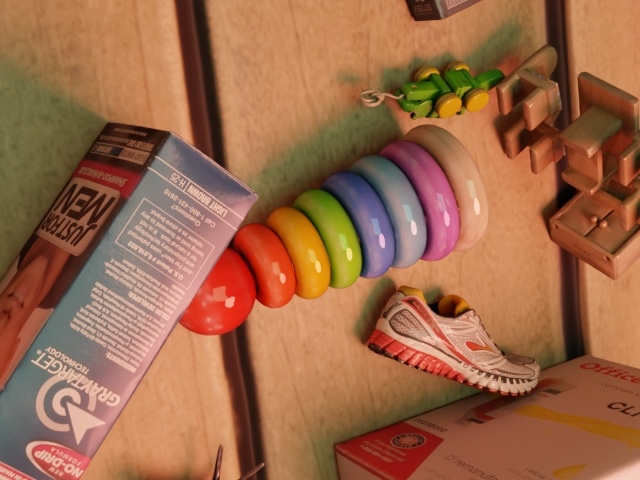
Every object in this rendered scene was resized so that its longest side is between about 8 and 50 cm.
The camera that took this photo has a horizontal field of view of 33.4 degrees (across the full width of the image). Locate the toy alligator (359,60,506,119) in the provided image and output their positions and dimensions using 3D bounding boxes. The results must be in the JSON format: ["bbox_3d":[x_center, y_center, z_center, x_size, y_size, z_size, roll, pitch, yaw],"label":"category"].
[{"bbox_3d":[0.117,-0.152,1.154,0.189,0.056,0.051,-14,145,-27],"label":"toy alligator"}]

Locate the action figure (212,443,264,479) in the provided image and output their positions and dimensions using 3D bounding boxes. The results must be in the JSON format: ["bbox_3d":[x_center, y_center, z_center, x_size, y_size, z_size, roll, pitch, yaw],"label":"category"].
[{"bbox_3d":[-0.139,0.344,1.046,0.164,0.141,0.276,32,56,-21],"label":"action figure"}]

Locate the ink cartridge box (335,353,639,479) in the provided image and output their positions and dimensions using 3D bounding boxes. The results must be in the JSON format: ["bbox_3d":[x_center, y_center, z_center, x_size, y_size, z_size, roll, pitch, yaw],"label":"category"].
[{"bbox_3d":[0.253,0.271,1.166,0.384,0.279,0.160,-14,103,-27],"label":"ink cartridge box"}]

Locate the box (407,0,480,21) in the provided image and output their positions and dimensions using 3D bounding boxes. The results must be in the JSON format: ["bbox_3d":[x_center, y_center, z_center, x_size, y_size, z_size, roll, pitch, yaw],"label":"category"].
[{"bbox_3d":[0.174,-0.363,1.144,0.232,0.059,0.183,-30,111,-21],"label":"box"}]

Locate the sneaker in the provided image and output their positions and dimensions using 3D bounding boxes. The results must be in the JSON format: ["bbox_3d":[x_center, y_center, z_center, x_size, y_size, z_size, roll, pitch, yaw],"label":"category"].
[{"bbox_3d":[0.164,0.114,1.200,0.225,0.088,0.093,22,86,-30],"label":"sneaker"}]

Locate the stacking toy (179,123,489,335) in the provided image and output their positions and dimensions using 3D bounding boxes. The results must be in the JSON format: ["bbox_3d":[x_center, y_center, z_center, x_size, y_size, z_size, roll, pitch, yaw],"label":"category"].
[{"bbox_3d":[0.000,0.000,1.071,0.330,0.141,0.141,-23,109,-20],"label":"stacking toy"}]

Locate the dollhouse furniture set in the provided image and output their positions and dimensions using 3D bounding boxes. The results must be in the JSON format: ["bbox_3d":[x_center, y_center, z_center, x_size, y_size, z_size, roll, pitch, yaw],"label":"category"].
[{"bbox_3d":[0.340,-0.099,1.197,0.161,0.212,0.242,-41,143,-16],"label":"dollhouse furniture set"}]

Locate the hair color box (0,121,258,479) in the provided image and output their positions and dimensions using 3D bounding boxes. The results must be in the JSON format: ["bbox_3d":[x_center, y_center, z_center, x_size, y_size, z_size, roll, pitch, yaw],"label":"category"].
[{"bbox_3d":[-0.216,0.068,0.931,0.105,0.174,0.347,36,80,-28],"label":"hair color box"}]
